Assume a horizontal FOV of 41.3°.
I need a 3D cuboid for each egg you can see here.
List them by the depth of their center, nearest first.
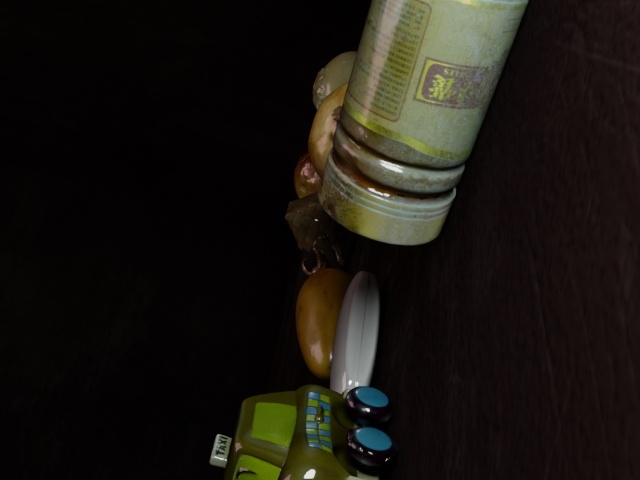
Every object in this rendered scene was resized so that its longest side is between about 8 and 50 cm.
[{"bbox_3d":[0.064,-0.335,1.912,0.164,0.164,0.202,112,175,-62],"label":"egg"}]

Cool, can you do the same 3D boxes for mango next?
[{"bbox_3d":[0.015,0.132,1.392,0.253,0.113,0.139,-88,12,-61],"label":"mango"}]

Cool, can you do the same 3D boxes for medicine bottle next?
[{"bbox_3d":[0.108,-0.168,0.905,0.151,0.151,0.323,-84,9,-60],"label":"medicine bottle"}]

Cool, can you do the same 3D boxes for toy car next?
[{"bbox_3d":[-0.031,0.271,0.988,0.248,0.198,0.204,-90,15,-69],"label":"toy car"}]

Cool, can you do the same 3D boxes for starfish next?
[{"bbox_3d":[-0.001,-0.001,2.244,0.190,0.074,0.146,109,172,-48],"label":"starfish"}]

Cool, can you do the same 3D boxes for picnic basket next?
[{"bbox_3d":[0.017,-0.016,1.816,0.128,0.137,0.179,-68,-45,-68],"label":"picnic basket"}]

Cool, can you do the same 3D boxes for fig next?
[{"bbox_3d":[0.024,-0.090,1.994,0.159,0.159,0.257,-85,-11,-64],"label":"fig"}]

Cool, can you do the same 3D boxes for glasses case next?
[{"bbox_3d":[0.051,0.148,1.236,0.092,0.059,0.233,111,172,-47],"label":"glasses case"}]

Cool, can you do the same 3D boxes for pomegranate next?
[{"bbox_3d":[0.064,-0.153,1.267,0.196,0.196,0.196,-166,90,-86],"label":"pomegranate"}]
